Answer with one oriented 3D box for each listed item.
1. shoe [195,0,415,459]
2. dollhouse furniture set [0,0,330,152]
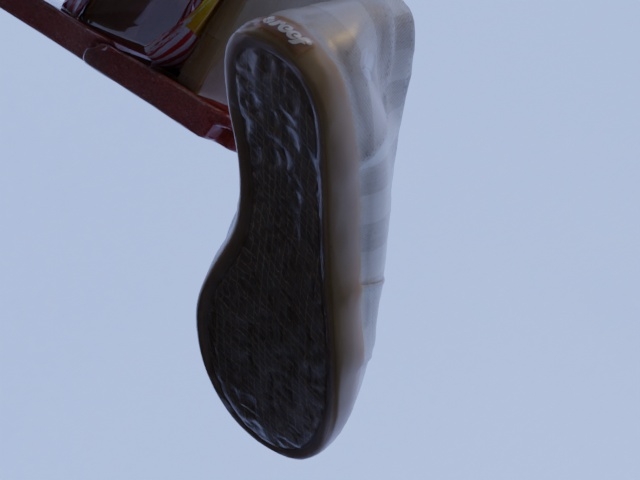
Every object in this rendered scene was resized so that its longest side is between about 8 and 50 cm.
[{"bbox_3d":[0.000,0.000,0.712,0.076,0.058,0.219,34,-39,25],"label":"shoe"},{"bbox_3d":[-0.088,-0.173,0.723,0.152,0.374,0.201,34,-82,34],"label":"dollhouse furniture set"}]
